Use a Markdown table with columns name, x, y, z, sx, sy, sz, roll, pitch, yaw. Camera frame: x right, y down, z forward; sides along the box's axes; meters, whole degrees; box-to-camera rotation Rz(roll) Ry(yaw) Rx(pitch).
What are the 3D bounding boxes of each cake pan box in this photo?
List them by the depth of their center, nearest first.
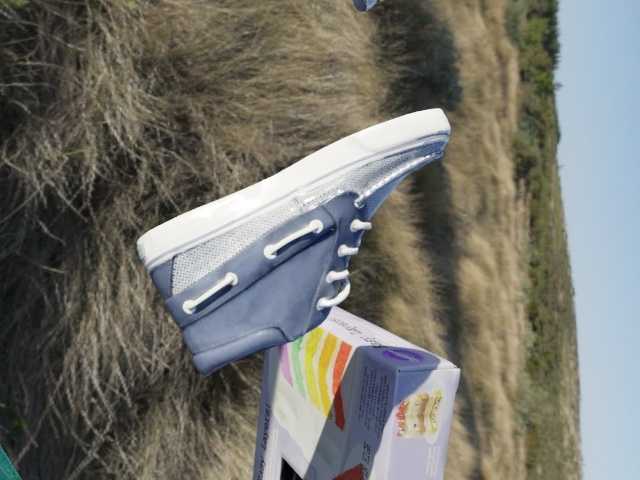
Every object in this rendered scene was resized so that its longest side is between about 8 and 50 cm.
| name | x | y | z | sx | sy | sz | roll | pitch | yaw |
| --- | --- | --- | --- | --- | --- | --- | --- | --- | --- |
| cake pan box | 0.014 | 0.206 | 0.572 | 0.070 | 0.245 | 0.267 | 3 | 99 | -27 |

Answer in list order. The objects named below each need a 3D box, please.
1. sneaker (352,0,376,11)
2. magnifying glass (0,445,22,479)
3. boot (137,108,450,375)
| name | x | y | z | sx | sy | sz | roll | pitch | yaw |
| --- | --- | --- | --- | --- | --- | --- | --- | --- | --- |
| sneaker | 0.019 | -0.458 | 0.705 | 0.210 | 0.137 | 0.366 | -121 | -166 | -84 |
| magnifying glass | -0.316 | 0.153 | 0.529 | 0.026 | 0.231 | 0.092 | -35 | 140 | -29 |
| boot | 0.000 | 0.000 | 0.340 | 0.069 | 0.189 | 0.086 | 115 | -51 | -87 |
